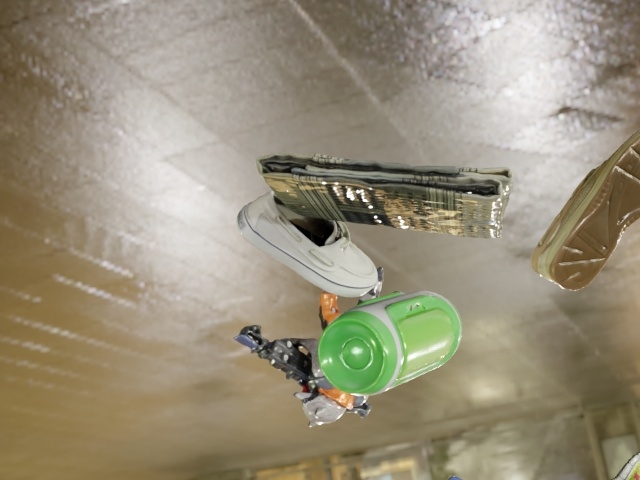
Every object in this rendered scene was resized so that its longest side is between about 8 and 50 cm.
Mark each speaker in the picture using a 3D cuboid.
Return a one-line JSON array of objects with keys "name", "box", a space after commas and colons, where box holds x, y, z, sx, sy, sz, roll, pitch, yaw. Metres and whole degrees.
[{"name": "speaker", "box": [0.110, 0.148, 1.694, 0.131, 0.131, 0.296, -19, 175, 27]}]

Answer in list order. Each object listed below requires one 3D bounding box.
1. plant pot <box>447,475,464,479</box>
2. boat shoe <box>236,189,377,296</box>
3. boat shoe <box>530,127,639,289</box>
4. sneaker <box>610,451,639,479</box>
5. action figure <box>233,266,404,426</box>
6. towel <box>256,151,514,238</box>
[{"name": "plant pot", "box": [0.273, 0.605, 2.106, 0.236, 0.212, 0.236, 29, -165, 13]}, {"name": "boat shoe", "box": [0.000, 0.000, 1.734, 0.267, 0.096, 0.088, 32, 129, -29]}, {"name": "boat shoe", "box": [0.471, -0.075, 1.883, 0.121, 0.341, 0.110, 43, 176, -23]}, {"name": "sneaker", "box": [0.551, 0.447, 1.994, 0.208, 0.094, 0.081, -28, 145, -48]}, {"name": "action figure", "box": [0.014, 0.205, 2.279, 0.341, 0.330, 0.178, 26, 155, -26]}, {"name": "towel", "box": [0.093, -0.064, 1.505, 0.312, 0.056, 0.324, 7, 173, 9]}]
